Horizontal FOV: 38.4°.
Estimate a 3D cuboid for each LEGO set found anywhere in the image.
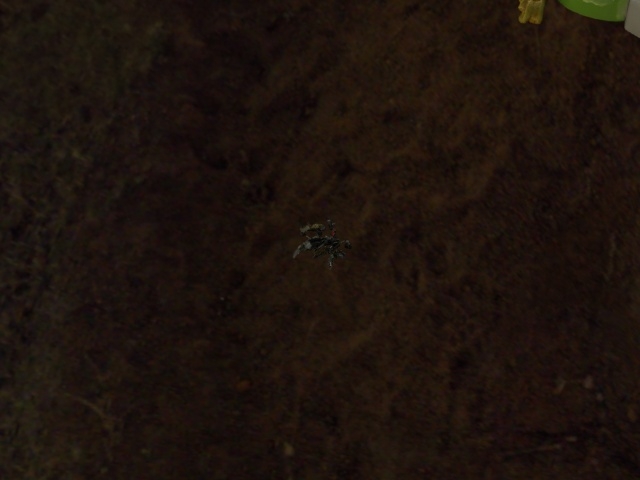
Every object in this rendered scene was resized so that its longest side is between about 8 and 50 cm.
[{"bbox_3d":[0.002,-0.001,0.852,0.054,0.083,0.023,-3,61,-12],"label":"LEGO set"}]

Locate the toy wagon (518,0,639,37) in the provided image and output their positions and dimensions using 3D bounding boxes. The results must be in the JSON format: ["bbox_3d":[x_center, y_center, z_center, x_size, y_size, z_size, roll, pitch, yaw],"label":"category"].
[{"bbox_3d":[0.314,-0.173,0.646,0.344,0.068,0.267,11,39,13],"label":"toy wagon"}]
